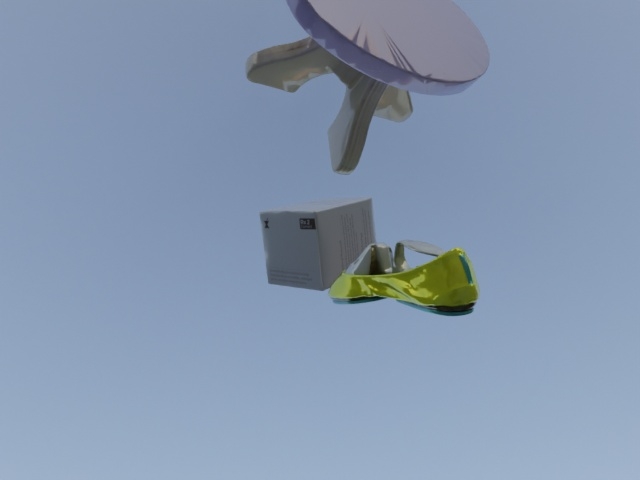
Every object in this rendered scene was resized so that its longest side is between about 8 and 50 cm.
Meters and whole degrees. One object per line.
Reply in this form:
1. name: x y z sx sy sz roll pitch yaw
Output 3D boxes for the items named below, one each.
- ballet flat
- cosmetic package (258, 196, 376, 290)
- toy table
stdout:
1. ballet flat: 0.085 0.038 0.569 0.077 0.231 0.077 -10 -87 -32
2. cosmetic package: 0.000 0.000 0.974 0.151 0.184 0.151 2 -77 42
3. toy table: 0.056 -0.228 0.620 0.275 0.252 0.161 18 -30 -24
